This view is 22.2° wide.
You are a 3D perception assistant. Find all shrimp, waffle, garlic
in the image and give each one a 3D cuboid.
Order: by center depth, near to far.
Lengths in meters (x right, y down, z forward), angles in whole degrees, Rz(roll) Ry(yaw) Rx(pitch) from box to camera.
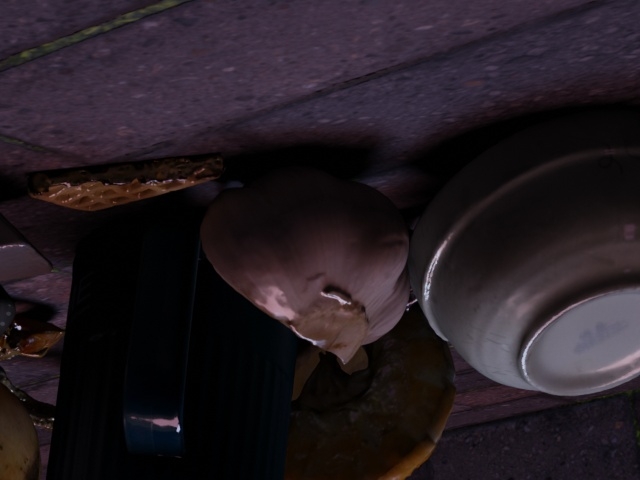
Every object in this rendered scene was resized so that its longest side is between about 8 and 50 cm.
[{"bbox_3d":[-0.170,-0.056,1.434,0.152,0.023,0.097,-13,166,22],"label":"waffle"},{"bbox_3d":[0.000,0.000,1.508,0.229,0.178,0.143,13,128,-45],"label":"garlic"},{"bbox_3d":[-0.055,0.154,1.791,0.445,0.272,0.085,1,147,31],"label":"shrimp"},{"bbox_3d":[-0.364,0.115,1.893,0.145,0.061,0.267,-5,170,-11],"label":"shrimp"}]

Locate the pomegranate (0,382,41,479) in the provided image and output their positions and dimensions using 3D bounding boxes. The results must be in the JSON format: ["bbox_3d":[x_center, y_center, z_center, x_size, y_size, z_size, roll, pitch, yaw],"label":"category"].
[{"bbox_3d":[-0.499,0.271,1.994,0.322,0.322,0.322,-8,166,-2],"label":"pomegranate"}]

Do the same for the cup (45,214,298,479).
[{"bbox_3d":[-0.130,0.148,1.598,0.242,0.292,0.308,21,144,-24],"label":"cup"}]

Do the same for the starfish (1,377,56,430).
[{"bbox_3d":[-0.297,0.232,2.180,0.327,0.094,0.375,13,-174,-26],"label":"starfish"}]

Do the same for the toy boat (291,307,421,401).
[{"bbox_3d":[-0.012,0.184,1.960,0.445,0.136,0.162,-46,165,24],"label":"toy boat"}]

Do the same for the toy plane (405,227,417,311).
[{"bbox_3d":[0.191,-0.006,1.691,0.326,0.104,0.223,-20,-171,28],"label":"toy plane"}]

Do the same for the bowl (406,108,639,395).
[{"bbox_3d":[0.245,0.035,1.552,0.307,0.163,0.307,-11,142,-9],"label":"bowl"}]

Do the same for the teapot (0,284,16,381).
[{"bbox_3d":[-0.390,0.093,1.694,0.130,0.119,0.165,-14,164,19],"label":"teapot"}]

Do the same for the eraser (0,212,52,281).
[{"bbox_3d":[-0.420,0.012,1.441,0.352,0.077,0.111,-9,167,2],"label":"eraser"}]
